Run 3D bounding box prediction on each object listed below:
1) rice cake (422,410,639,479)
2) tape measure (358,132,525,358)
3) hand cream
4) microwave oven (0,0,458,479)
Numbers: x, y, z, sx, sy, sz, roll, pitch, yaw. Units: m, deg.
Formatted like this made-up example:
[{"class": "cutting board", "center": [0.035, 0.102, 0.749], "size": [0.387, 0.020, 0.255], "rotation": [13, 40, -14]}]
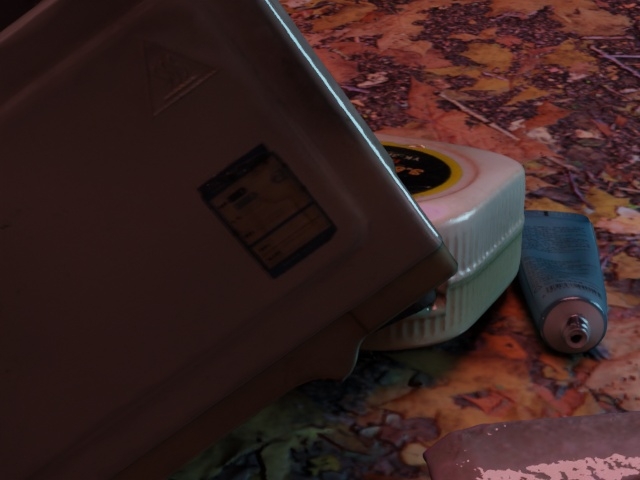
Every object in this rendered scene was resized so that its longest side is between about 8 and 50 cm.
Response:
[{"class": "rice cake", "center": [0.262, 0.141, 0.704], "size": [0.399, 0.064, 0.070], "rotation": [-3, 40, -2]}, {"class": "tape measure", "center": [0.000, 0.000, 0.898], "size": [0.271, 0.133, 0.231], "rotation": [13, 26, 26]}, {"class": "hand cream", "center": [0.188, 0.025, 0.936], "size": [0.083, 0.048, 0.224], "rotation": [2, 24, 4]}, {"class": "microwave oven", "center": [-0.156, -0.016, 0.659], "size": [0.355, 0.286, 0.218], "rotation": [-36, 32, 6]}]
